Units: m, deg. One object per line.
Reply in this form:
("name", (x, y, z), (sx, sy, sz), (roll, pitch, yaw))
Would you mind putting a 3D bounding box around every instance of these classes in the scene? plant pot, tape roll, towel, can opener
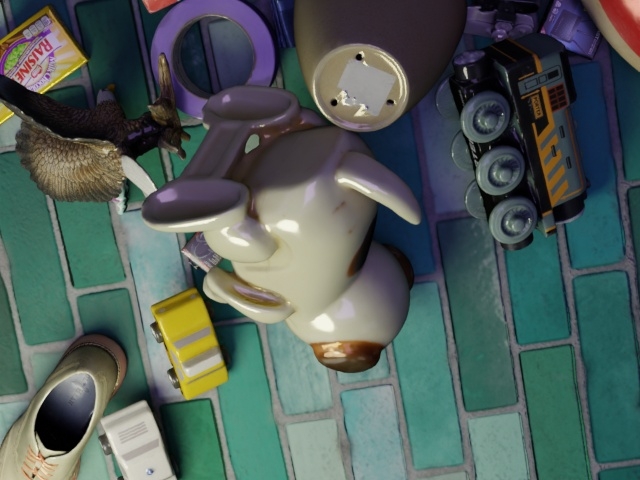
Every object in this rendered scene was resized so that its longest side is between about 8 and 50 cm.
("plant pot", (0.070, -0.269, 1.600), (0.256, 0.274, 0.257), (4, 123, 6))
("tape roll", (-0.159, -0.281, 1.769), (0.189, 0.080, 0.189), (1, 101, 3))
("towel", (-0.048, -0.353, 1.759), (0.029, 0.067, 0.119), (-4, 106, 45))
("can opener", (0.188, -0.351, 1.749), (0.280, 0.074, 0.093), (7, 68, 0))

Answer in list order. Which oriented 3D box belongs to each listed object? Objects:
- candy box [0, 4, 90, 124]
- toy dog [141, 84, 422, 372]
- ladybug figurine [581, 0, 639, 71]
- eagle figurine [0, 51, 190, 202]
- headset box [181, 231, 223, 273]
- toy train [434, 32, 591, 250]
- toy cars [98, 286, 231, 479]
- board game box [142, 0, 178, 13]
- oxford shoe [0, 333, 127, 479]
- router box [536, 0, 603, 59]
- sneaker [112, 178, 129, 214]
("candy box", (-0.472, -0.267, 1.816), (0.206, 0.027, 0.105), (-34, 102, 10))
("toy dog", (0.000, 0.000, 1.710), (0.395, 0.285, 0.408), (-4, 137, 24))
("ladybug figurine", (0.522, -0.402, 1.642), (0.305, 0.162, 0.449), (-42, 99, -2))
("eagle figurine", (-0.351, -0.162, 1.736), (0.298, 0.225, 0.226), (-6, 104, 2))
("headset box", (-0.178, 0.009, 1.857), (0.062, 0.032, 0.083), (42, 100, -6))
("toy train", (0.296, -0.145, 1.720), (0.190, 0.142, 0.334), (-24, 119, -6))
("toy cars", (-0.241, 0.268, 1.856), (0.176, 0.087, 0.394), (17, 105, -32))
("board game box", (-0.182, -0.529, 1.663), (0.308, 0.086, 0.302), (-24, 119, 9))
("oxford shoe", (-0.453, 0.337, 1.884), (0.140, 0.146, 0.397), (26, 102, -3))
("router box", (0.389, -0.343, 1.745), (0.092, 0.038, 0.122), (20, 103, -2))
("sneaker", (-0.341, -0.089, 1.844), (0.069, 0.038, 0.098), (-2, 93, 5))
